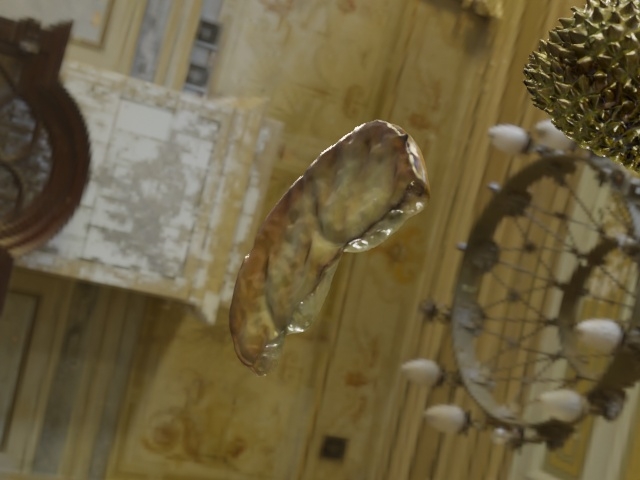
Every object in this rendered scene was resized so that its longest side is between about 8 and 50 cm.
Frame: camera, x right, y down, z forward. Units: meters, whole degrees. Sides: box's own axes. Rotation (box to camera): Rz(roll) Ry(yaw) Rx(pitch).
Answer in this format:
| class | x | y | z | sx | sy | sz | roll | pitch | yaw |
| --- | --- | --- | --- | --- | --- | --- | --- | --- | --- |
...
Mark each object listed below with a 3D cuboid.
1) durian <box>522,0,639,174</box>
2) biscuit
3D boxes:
| class | x | y | z | sx | sy | sz | roll | pitch | yaw |
| --- | --- | --- | --- | --- | --- | --- | --- | --- | --- |
| durian | 0.305 | -0.139 | 1.047 | 0.237 | 0.193 | 0.138 | 55 | -53 | 27 |
| biscuit | -0.003 | -0.001 | 1.242 | 0.299 | 0.045 | 0.154 | -47 | -135 | 12 |
